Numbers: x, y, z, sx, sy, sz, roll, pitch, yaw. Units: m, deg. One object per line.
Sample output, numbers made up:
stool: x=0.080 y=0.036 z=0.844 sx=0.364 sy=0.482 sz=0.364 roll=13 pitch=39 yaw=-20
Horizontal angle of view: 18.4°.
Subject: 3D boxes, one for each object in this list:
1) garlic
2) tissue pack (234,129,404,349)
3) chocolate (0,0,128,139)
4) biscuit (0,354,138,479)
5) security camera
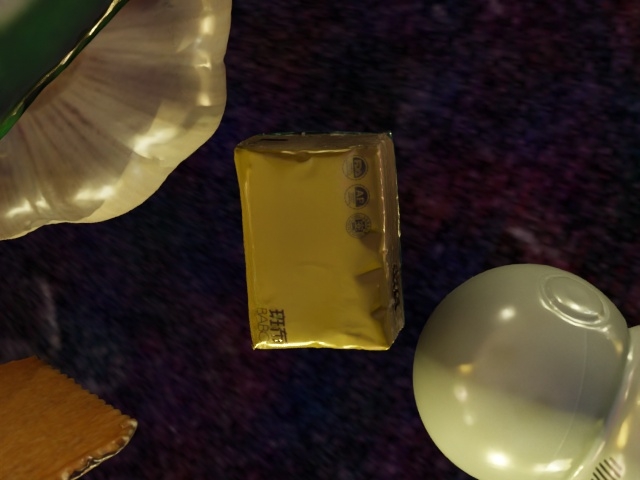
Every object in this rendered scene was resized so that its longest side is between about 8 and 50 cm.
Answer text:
garlic: x=-0.215 y=-0.154 z=1.494 sx=0.241 sy=0.322 sz=0.322 roll=2 pitch=100 yaw=-54
tissue pack: x=0.000 y=0.000 z=1.550 sx=0.120 sy=0.082 sz=0.169 roll=0 pitch=106 yaw=14
chocolate: x=-0.188 y=-0.172 z=1.005 sx=0.161 sy=0.341 sz=0.360 roll=52 pitch=54 yaw=-19
biscuit: x=-0.269 y=0.158 z=1.394 sx=0.237 sy=0.232 sz=0.013 roll=-29 pitch=117 yaw=-23
security camera: x=0.190 y=0.127 z=1.629 sx=0.236 sy=0.194 sz=0.195 roll=22 pitch=91 yaw=-5
